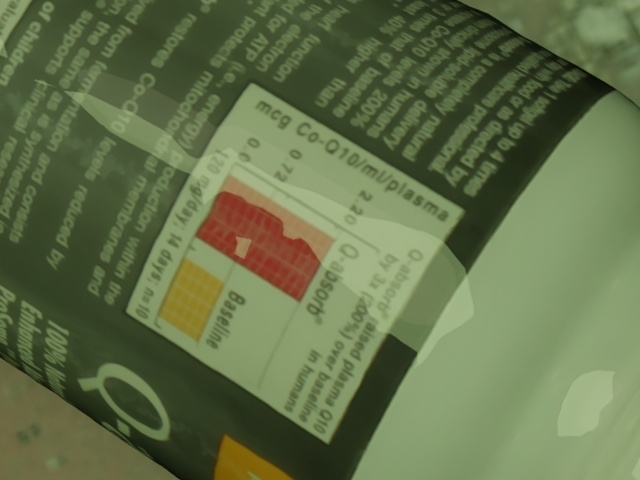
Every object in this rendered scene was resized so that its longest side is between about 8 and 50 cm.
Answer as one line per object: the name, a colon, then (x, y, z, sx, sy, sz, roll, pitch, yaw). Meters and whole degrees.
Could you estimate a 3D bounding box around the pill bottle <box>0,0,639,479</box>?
pill bottle: (0.000, 0.000, 0.484, 0.278, 0.162, 0.162, 32, 89, 14)
